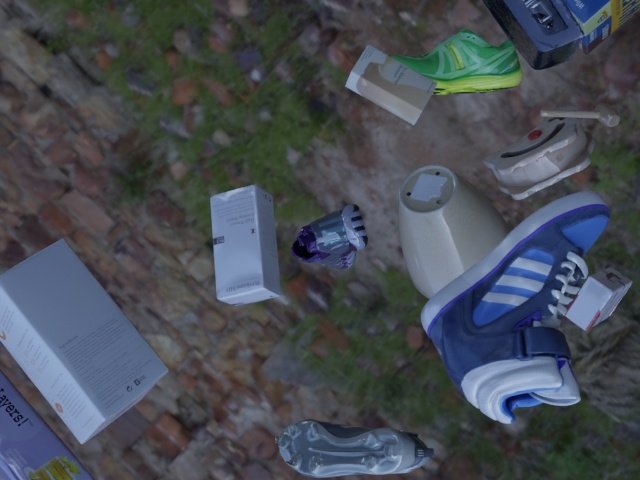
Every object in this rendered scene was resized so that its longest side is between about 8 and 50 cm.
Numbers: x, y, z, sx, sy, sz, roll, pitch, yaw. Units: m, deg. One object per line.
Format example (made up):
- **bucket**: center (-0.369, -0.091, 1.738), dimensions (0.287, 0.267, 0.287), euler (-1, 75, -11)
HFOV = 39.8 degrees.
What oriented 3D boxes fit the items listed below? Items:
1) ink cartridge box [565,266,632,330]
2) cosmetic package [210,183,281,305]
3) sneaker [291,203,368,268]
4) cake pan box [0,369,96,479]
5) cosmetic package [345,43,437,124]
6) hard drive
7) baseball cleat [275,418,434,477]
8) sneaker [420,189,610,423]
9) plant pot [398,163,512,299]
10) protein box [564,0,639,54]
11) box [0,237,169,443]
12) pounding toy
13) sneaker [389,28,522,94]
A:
- **ink cartridge box**: center (0.552, 0.114, 1.754), dimensions (0.056, 0.099, 0.135), euler (38, -154, 25)
- **cosmetic package**: center (-0.158, 0.011, 1.860), dimensions (0.117, 0.231, 0.085), euler (-15, 158, 21)
- **sneaker**: center (0.000, 0.000, 1.259), dimensions (0.223, 0.098, 0.083), euler (114, 141, -76)
- **cake pan box**: center (-0.337, 0.268, 1.017), dimensions (0.246, 0.070, 0.266), euler (41, 149, 26)
- **cosmetic package**: center (0.100, -0.221, 1.252), dimensions (0.115, 0.060, 0.041), euler (28, 155, 1)
- **hard drive**: center (0.193, -0.304, 0.969), dimensions (0.254, 0.054, 0.172), euler (57, -170, 4)
- **baseball cleat**: center (0.045, 0.264, 1.097), dimensions (0.206, 0.072, 0.109), euler (-3, 163, 43)
- **sneaker**: center (0.317, 0.107, 1.212), dimensions (0.236, 0.323, 0.130), euler (57, -174, 34)
- **plant pot**: center (0.271, -0.036, 1.926), dimensions (0.257, 0.256, 0.274), euler (30, 165, 38)
- **protein box**: center (0.375, -0.408, 1.209), dimensions (0.199, 0.201, 0.136), euler (51, -169, 16)
- **box**: center (-0.501, 0.207, 1.788), dimensions (0.345, 0.168, 0.215), euler (51, 144, 3)
- **pounding toy**: center (0.444, -0.213, 1.746), dimensions (0.154, 0.270, 0.154), euler (55, -161, -23)
- **sneaker**: center (0.259, -0.357, 1.767), dimensions (0.109, 0.296, 0.123), euler (178, 88, -74)
